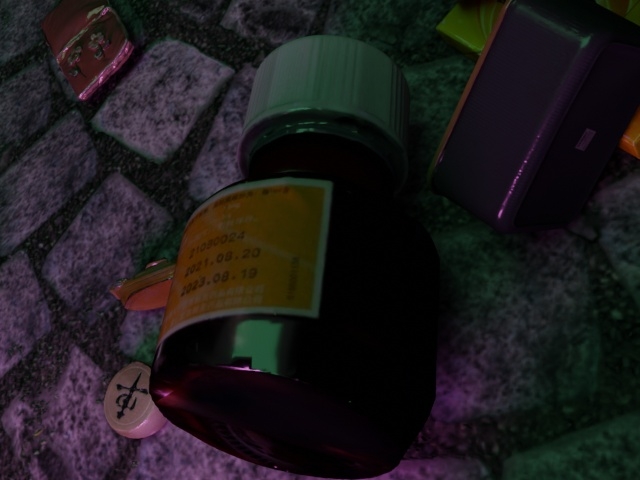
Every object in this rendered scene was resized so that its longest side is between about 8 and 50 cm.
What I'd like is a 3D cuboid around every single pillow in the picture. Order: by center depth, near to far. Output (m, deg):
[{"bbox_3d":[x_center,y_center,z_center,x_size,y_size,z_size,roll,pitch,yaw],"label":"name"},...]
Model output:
[{"bbox_3d":[-0.350,-0.305,1.258,0.126,0.043,0.232,-42,51,8],"label":"pillow"}]

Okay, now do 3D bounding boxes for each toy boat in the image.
[{"bbox_3d":[-0.178,0.045,0.974,0.149,0.047,0.049,-20,44,19],"label":"toy boat"}]

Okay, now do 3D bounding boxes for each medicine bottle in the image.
[{"bbox_3d":[0.000,0.000,0.782,0.243,0.242,0.395,-10,48,28],"label":"medicine bottle"}]

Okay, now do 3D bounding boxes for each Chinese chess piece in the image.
[{"bbox_3d":[-0.200,0.175,0.928,0.084,0.034,0.084,-14,61,26],"label":"Chinese chess piece"}]

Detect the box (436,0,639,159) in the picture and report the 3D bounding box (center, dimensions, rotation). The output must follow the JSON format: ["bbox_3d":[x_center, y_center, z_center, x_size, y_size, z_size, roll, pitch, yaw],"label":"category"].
[{"bbox_3d":[0.256,-0.205,0.833,0.152,0.043,0.269,-47,51,3],"label":"box"}]

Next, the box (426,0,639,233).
[{"bbox_3d":[0.195,-0.106,0.724,0.090,0.145,0.201,42,120,35],"label":"box"}]
